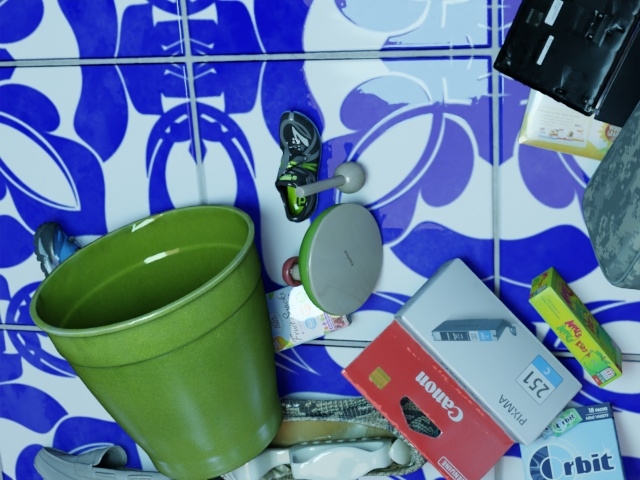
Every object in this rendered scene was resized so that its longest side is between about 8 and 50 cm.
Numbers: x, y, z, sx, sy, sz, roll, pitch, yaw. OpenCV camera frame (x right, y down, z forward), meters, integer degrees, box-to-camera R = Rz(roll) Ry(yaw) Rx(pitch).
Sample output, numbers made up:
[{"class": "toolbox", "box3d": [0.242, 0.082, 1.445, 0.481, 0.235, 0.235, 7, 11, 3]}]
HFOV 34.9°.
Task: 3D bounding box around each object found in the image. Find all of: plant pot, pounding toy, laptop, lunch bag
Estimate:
[{"class": "plant pot", "box3d": [-0.223, 0.184, 1.648, 0.367, 0.366, 0.353, -11, 116, 18]}, {"class": "pounding toy", "box3d": [0.000, 0.000, 1.653, 0.110, 0.183, 0.236, 8, 112, 41]}, {"class": "laptop", "box3d": [0.425, -0.295, 1.446, 0.264, 0.137, 0.234, 33, 114, 26]}, {"class": "lunch bag", "box3d": [0.542, -0.067, 1.404, 0.256, 0.212, 0.305, 9, 135, -12]}]

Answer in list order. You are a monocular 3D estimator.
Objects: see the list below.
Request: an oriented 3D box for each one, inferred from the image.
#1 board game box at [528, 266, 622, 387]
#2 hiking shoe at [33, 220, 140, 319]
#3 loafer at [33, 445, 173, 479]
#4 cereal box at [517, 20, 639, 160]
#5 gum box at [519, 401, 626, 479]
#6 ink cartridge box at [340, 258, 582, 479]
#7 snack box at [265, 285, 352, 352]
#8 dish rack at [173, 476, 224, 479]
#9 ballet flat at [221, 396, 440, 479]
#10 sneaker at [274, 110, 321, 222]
[{"class": "board game box", "box3d": [0.404, 0.136, 1.610, 0.043, 0.092, 0.181, -37, 96, 24]}, {"class": "hiking shoe", "box3d": [-0.380, 0.076, 1.808, 0.132, 0.113, 0.304, -32, 106, 12]}, {"class": "loafer", "box3d": [-0.404, 0.437, 1.918, 0.320, 0.112, 0.111, 13, 87, 27]}, {"class": "cereal box", "box3d": [0.403, -0.243, 1.503, 0.173, 0.047, 0.240, 14, 111, 8]}, {"class": "gum box", "box3d": [0.413, 0.369, 1.665, 0.157, 0.041, 0.184, -14, 69, 19]}, {"class": "ink cartridge box", "box3d": [0.228, 0.223, 1.638, 0.296, 0.066, 0.261, 45, 81, -3]}, {"class": "snack box", "box3d": [-0.029, 0.120, 1.729, 0.141, 0.037, 0.100, -20, 91, 7]}, {"class": "dish rack", "box3d": [-0.229, 0.565, 1.943, 0.208, 0.074, 0.271, 35, 114, 2]}, {"class": "ballet flat", "box3d": [-0.037, 0.356, 1.759, 0.483, 0.182, 0.164, -8, 107, 18]}, {"class": "sneaker", "box3d": [-0.036, -0.117, 1.651, 0.067, 0.078, 0.188, 2, 108, 14]}]
